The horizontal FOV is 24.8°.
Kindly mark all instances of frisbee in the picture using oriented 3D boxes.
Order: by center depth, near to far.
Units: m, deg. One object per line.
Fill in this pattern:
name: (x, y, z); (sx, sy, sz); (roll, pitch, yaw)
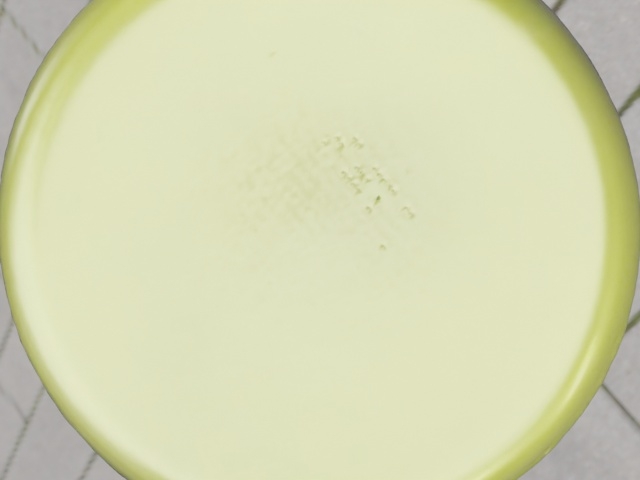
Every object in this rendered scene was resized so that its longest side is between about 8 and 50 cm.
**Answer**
frisbee: (0.000, 0.000, 0.525); (0.017, 0.236, 0.236); (-91, -24, -81)
